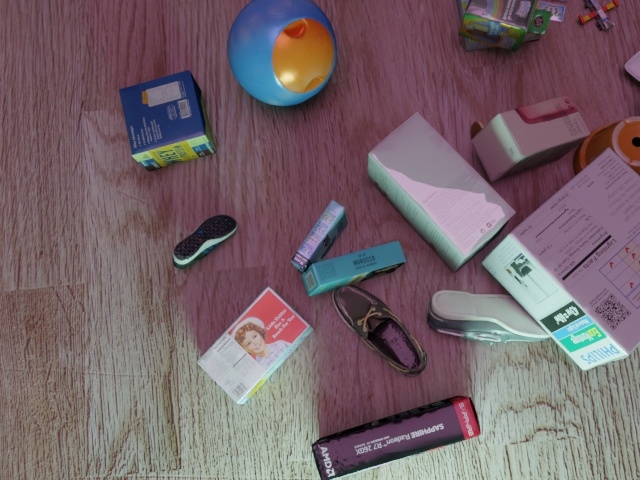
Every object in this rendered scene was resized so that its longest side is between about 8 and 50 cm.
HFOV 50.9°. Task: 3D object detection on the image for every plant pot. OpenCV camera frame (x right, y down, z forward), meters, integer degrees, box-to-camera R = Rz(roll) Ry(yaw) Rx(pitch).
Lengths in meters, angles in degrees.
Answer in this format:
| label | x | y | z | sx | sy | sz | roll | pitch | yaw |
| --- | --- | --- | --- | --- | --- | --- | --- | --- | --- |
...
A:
| label | x | y | z | sx | sy | sz | roll | pitch | yaw |
| --- | --- | --- | --- | --- | --- | --- | --- | --- | --- |
| plant pot | 0.765 | -0.217 | 1.682 | 0.205 | 0.188 | 0.205 | -1 | 77 | 4 |

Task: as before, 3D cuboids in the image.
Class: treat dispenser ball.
| label | x | y | z | sx | sy | sz | roll | pitch | yaw |
| --- | --- | --- | --- | --- | --- | --- | --- | --- | --- |
| treat dispenser ball | -0.100 | -0.500 | 1.766 | 0.288 | 0.288 | 0.288 | -1 | 77 | 4 |

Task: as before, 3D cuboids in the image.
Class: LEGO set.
| label | x | y | z | sx | sy | sz | roll | pitch | yaw |
| --- | --- | --- | --- | --- | --- | --- | --- | --- | --- |
| LEGO set | 0.737 | -0.682 | 1.857 | 0.244 | 0.060 | 0.183 | 15 | 83 | 7 |

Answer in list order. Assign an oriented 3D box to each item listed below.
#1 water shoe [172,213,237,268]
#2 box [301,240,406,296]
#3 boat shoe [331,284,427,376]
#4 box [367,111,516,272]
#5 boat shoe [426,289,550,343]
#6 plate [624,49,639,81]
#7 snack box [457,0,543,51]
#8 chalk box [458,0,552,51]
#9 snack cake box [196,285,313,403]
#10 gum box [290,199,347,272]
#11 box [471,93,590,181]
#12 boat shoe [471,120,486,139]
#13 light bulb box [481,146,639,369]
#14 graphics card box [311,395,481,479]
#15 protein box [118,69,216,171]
| label | x | y | z | sx | sy | sz | roll | pitch | yaw |
| --- | --- | --- | --- | --- | --- | --- | --- | --- | --- |
| water shoe | -0.312 | 0.000 | 1.786 | 0.203 | 0.080 | 0.073 | -34 | 79 | -29 |
| box | 0.083 | 0.070 | 1.677 | 0.244 | 0.100 | 0.060 | -14 | 75 | -22 |
| boat shoe | 0.147 | 0.216 | 1.686 | 0.109 | 0.091 | 0.305 | -44 | 78 | -6 |
| box | 0.292 | -0.115 | 1.686 | 0.168 | 0.215 | 0.345 | -40 | 78 | -5 |
| boat shoe | 0.420 | 0.203 | 1.679 | 0.319 | 0.099 | 0.116 | 11 | 43 | -5 |
| plate | 0.999 | -0.454 | 1.789 | 0.277 | 0.045 | 0.278 | -42 | 78 | -5 |
| snack box | 0.494 | -0.629 | 1.857 | 0.207 | 0.070 | 0.175 | -9 | 78 | 4 |
| chalk box | 0.487 | -0.590 | 1.750 | 0.212 | 0.132 | 0.133 | 20 | 83 | 6 |
| snack cake box | -0.163 | 0.265 | 1.703 | 0.152 | 0.089 | 0.264 | 42 | 84 | 14 |
| gum box | 0.000 | 0.000 | 1.713 | 0.041 | 0.157 | 0.184 | 32 | 82 | 11 |
| box | 0.527 | -0.258 | 1.693 | 0.232 | 0.148 | 0.127 | -18 | 76 | -24 |
| boat shoe | 0.459 | -0.245 | 1.785 | 0.059 | 0.063 | 0.170 | -17 | 75 | -23 |
| light bulb box | 0.653 | 0.047 | 1.589 | 0.358 | 0.225 | 0.361 | -38 | 77 | -15 |
| graphics card box | 0.172 | 0.455 | 1.560 | 0.370 | 0.233 | 0.094 | -16 | 77 | 0 |
| protein box | -0.415 | -0.323 | 1.829 | 0.201 | 0.136 | 0.200 | -16 | 77 | 1 |
